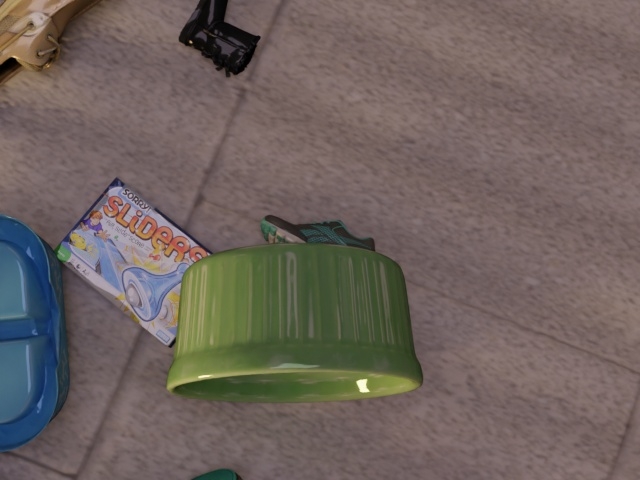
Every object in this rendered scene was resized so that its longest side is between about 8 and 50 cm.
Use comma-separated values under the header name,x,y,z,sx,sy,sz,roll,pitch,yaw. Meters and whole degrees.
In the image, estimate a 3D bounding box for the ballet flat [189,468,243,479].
name,x,y,z,sx,sy,sz,roll,pitch,yaw
ballet flat,-0.201,0.377,1.189,0.247,0.083,0.087,-25,112,-7

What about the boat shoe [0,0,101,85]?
name,x,y,z,sx,sy,sz,roll,pitch,yaw
boat shoe,-0.395,-0.272,1.261,0.302,0.109,0.098,-31,89,-1

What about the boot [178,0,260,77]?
name,x,y,z,sx,sy,sz,roll,pitch,yaw
boot,-0.130,-0.298,1.306,0.099,0.045,0.121,30,88,4

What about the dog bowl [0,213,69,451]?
name,x,y,z,sx,sy,sz,roll,pitch,yaw
dog bowl,-0.405,0.116,1.196,0.166,0.074,0.297,-7,84,8

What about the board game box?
name,x,y,z,sx,sy,sz,roll,pitch,yaw
board game box,-0.237,0.029,1.254,0.201,0.035,0.136,37,81,4

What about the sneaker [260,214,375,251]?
name,x,y,z,sx,sy,sz,roll,pitch,yaw
sneaker,0.000,0.000,1.267,0.166,0.065,0.076,27,64,-2

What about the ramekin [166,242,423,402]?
name,x,y,z,sx,sy,sz,roll,pitch,yaw
ramekin,-0.031,0.106,1.127,0.303,0.303,0.148,-1,74,-3
